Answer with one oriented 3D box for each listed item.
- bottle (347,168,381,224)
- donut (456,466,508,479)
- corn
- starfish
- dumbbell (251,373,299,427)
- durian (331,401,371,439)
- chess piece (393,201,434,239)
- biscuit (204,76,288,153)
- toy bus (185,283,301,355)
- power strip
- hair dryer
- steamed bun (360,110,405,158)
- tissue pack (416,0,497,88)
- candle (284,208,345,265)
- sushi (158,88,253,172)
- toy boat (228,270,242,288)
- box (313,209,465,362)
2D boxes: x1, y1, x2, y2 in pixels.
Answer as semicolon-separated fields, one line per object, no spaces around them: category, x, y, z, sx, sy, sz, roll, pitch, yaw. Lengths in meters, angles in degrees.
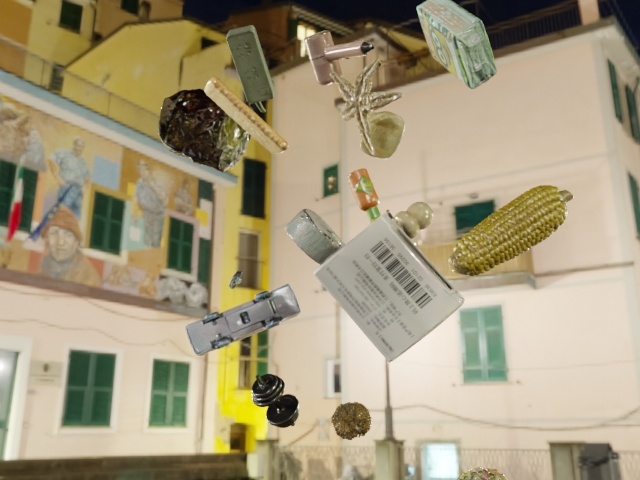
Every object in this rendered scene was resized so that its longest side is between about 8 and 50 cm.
bottle;0.142;-0.120;1.890;0.069;0.187;0.069;-22;-11;-5
donut;0.422;0.663;1.641;0.174;0.174;0.068;-7;-53;23
corn;0.437;-0.021;1.453;0.322;0.119;0.119;-35;-20;0
starfish;0.131;-0.391;1.805;0.048;0.295;0.231;-10;-17;-45
dumbbell;-0.118;0.425;1.679;0.099;0.099;0.208;-10;-53;30
durian;0.063;0.351;1.225;0.080;0.080;0.091;6;3;-18
chess piece;0.287;-0.040;2.245;0.261;0.143;0.143;-33;-15;-7
biscuit;-0.186;-0.309;1.592;0.249;0.030;0.160;42;-7;-13
toy bus;-0.226;0.237;1.873;0.329;0.109;0.136;-21;-10;-11
power strip;-0.211;-0.530;2.007;0.093;0.053;0.288;-12;-51;7
hair dryer;0.081;-0.669;2.302;0.106;0.189;0.344;-30;24;-28
steamed bun;0.220;-0.394;2.342;0.141;0.172;0.155;19;12;-7
tissue pack;0.470;-0.697;2.209;0.128;0.311;0.228;-30;-49;2
candle;0.000;0.000;1.320;0.068;0.168;0.192;-43;-57;6
sushi;-0.439;-0.438;2.491;0.294;0.281;0.299;20;31;18
toy boat;-0.316;0.150;2.397;0.038;0.083;0.038;27;16;-8
box;0.114;0.064;1.029;0.145;0.173;0.333;-42;-5;5
